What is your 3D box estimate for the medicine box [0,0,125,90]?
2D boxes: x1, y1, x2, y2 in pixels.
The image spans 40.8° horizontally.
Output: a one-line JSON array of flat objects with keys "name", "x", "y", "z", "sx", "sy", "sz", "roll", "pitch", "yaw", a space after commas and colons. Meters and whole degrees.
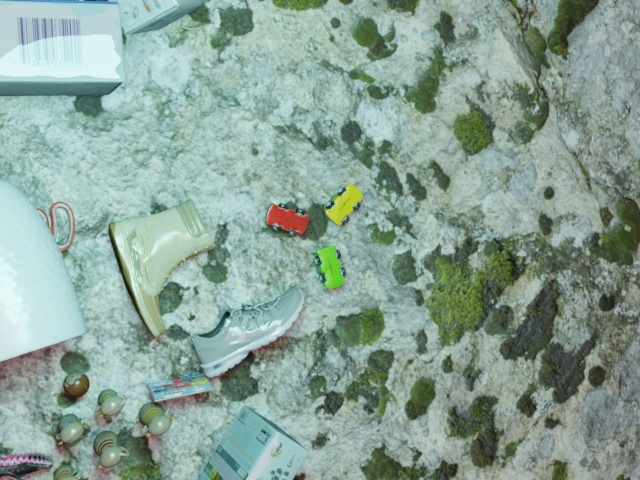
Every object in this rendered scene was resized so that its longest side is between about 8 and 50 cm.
[{"name": "medicine box", "x": -0.526, "y": -0.360, "z": 1.643, "sx": 0.263, "sy": 0.289, "sz": 0.149, "roll": -4, "pitch": 96, "yaw": -20}]

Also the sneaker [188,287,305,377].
[{"name": "sneaker", "x": -0.159, "y": 0.181, "z": 1.894, "sx": 0.281, "sy": 0.105, "sz": 0.115, "roll": -35, "pitch": 103, "yaw": -15}]

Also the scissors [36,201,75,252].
[{"name": "scissors", "x": -0.564, "y": 0.068, "z": 1.788, "sx": 0.109, "sy": 0.021, "sz": 0.297, "roll": -2, "pitch": 91, "yaw": -21}]

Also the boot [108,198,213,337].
[{"name": "boot", "x": -0.319, "y": 0.058, "z": 1.841, "sx": 0.203, "sy": 0.095, "sz": 0.262, "roll": -20, "pitch": 94, "yaw": -19}]

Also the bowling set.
[{"name": "bowling set", "x": -0.471, "y": 0.376, "z": 1.763, "sx": 0.287, "sy": 0.154, "sz": 0.200, "roll": -38, "pitch": 104, "yaw": -15}]

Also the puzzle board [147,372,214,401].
[{"name": "puzzle board", "x": -0.302, "y": 0.313, "z": 1.852, "sx": 0.128, "sy": 0.096, "sz": 0.011, "roll": -9, "pitch": 104, "yaw": -19}]

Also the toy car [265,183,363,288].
[{"name": "toy car", "x": 0.000, "y": 0.000, "z": 1.973, "sx": 0.239, "sy": 0.053, "sz": 0.225, "roll": -16, "pitch": 98, "yaw": -18}]

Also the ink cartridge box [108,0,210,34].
[{"name": "ink cartridge box", "x": -0.376, "y": -0.591, "z": 1.750, "sx": 0.130, "sy": 0.272, "sz": 0.309, "roll": -25, "pitch": 101, "yaw": 14}]

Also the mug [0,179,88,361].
[{"name": "mug", "x": -0.627, "y": 0.063, "z": 1.584, "sx": 0.276, "sy": 0.374, "sz": 0.328, "roll": -18, "pitch": 89, "yaw": 2}]

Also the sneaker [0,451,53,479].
[{"name": "sneaker", "x": -0.614, "y": 0.471, "z": 1.777, "sx": 0.119, "sy": 0.047, "sz": 0.057, "roll": 3, "pitch": 98, "yaw": -13}]

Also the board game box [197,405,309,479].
[{"name": "board game box", "x": -0.177, "y": 0.529, "z": 1.840, "sx": 0.097, "sy": 0.224, "sz": 0.303, "roll": 37, "pitch": 80, "yaw": -20}]
